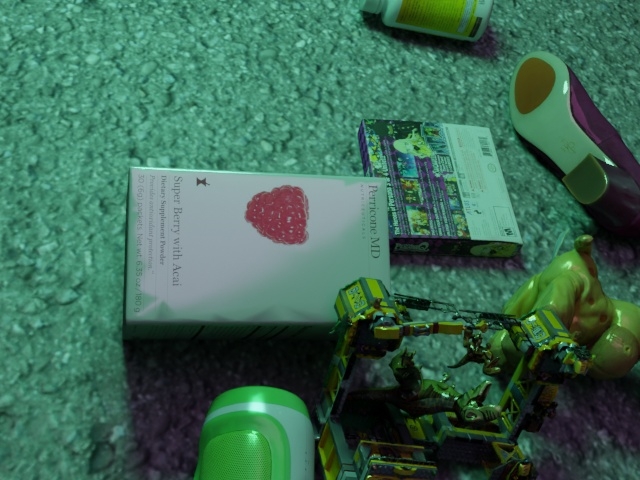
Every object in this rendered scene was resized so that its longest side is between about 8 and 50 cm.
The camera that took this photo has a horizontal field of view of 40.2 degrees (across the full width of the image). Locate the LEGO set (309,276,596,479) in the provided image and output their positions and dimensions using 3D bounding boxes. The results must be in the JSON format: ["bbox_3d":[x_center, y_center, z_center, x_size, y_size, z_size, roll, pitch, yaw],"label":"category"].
[{"bbox_3d":[0.143,0.192,0.922,0.331,0.255,0.192,18,24,-21],"label":"LEGO set"}]

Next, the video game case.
[{"bbox_3d":[0.172,-0.080,1.291,0.210,0.042,0.232,2,53,-13],"label":"video game case"}]

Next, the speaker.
[{"bbox_3d":[-0.069,0.302,0.880,0.131,0.131,0.296,7,52,-9],"label":"speaker"}]

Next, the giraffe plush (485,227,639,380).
[{"bbox_3d":[0.341,0.110,1.119,0.170,0.181,0.210,36,69,-1],"label":"giraffe plush"}]

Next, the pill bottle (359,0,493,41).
[{"bbox_3d":[0.180,-0.416,1.503,0.215,0.117,0.117,9,52,-9],"label":"pill bottle"}]

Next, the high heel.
[{"bbox_3d":[0.421,-0.152,1.401,0.181,0.127,0.377,24,40,-34],"label":"high heel"}]

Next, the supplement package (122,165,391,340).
[{"bbox_3d":[-0.081,0.023,1.028,0.293,0.175,0.177,1,77,-14],"label":"supplement package"}]
